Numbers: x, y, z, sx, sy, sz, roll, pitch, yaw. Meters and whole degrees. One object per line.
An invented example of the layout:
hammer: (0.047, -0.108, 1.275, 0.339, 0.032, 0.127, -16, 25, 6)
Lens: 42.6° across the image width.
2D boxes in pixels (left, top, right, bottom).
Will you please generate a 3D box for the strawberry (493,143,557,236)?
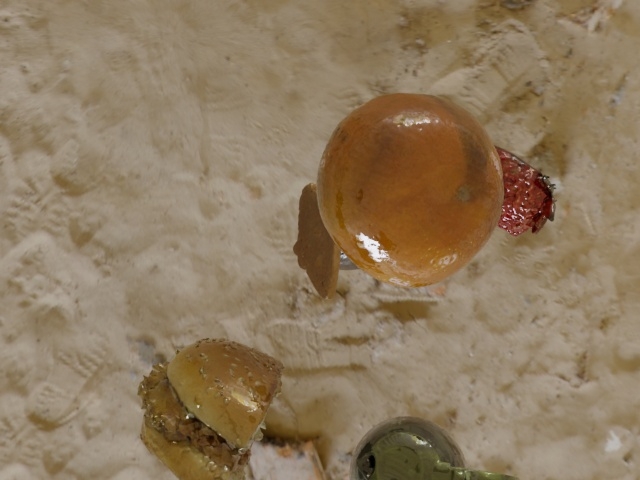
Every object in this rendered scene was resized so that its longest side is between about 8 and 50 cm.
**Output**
strawberry: (0.287, -0.095, 1.385, 0.228, 0.174, 0.098, 36, 82, 6)

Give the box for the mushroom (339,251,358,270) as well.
mushroom: (0.084, -0.007, 1.703, 0.138, 0.231, 0.194, 45, 61, -15)

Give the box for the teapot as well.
teapot: (0.200, 0.475, 1.575, 0.321, 0.239, 0.239, 32, 80, 17)

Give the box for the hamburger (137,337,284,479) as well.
hamburger: (-0.238, 0.336, 1.714, 0.287, 0.445, 0.268, 24, 97, -4)

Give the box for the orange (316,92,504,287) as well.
orange: (0.104, -0.063, 0.981, 0.240, 0.171, 0.240, -8, 107, -29)

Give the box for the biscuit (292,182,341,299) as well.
biscuit: (0.000, 0.000, 1.546, 0.035, 0.250, 0.162, 10, 145, -28)
